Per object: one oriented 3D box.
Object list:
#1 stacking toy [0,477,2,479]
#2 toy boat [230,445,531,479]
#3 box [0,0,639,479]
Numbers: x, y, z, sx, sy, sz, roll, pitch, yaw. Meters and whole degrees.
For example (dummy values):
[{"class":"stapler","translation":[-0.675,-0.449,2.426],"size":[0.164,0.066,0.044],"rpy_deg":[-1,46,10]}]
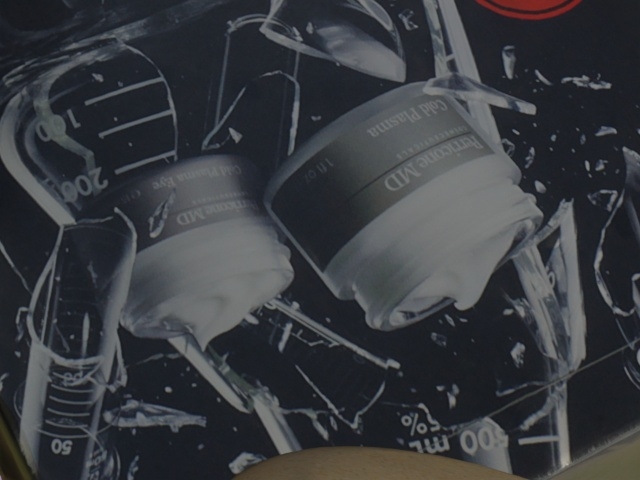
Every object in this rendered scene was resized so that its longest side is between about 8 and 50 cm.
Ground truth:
[{"class":"stacking toy","translation":[-0.358,0.229,1.583],"size":[0.167,0.221,0.052],"rpy_deg":[54,46,-67]},{"class":"toy boat","translation":[0.033,0.164,0.433],"size":[0.151,0.151,0.231],"rpy_deg":[10,31,-30]},{"class":"box","translation":[0.000,0.000,0.756],"size":[0.343,0.179,0.312],"rpy_deg":[-25,72,-17]}]
